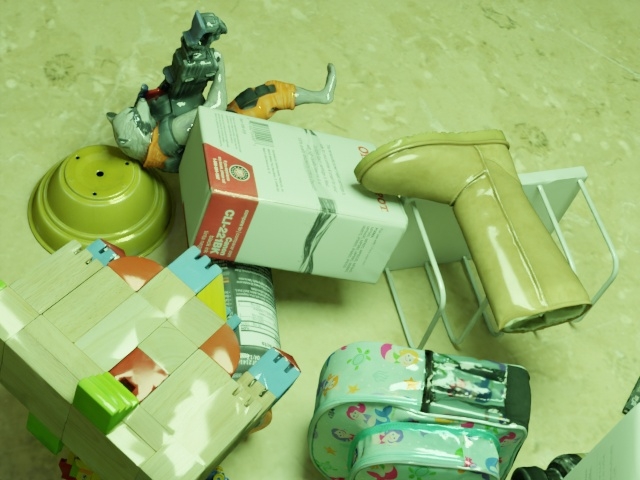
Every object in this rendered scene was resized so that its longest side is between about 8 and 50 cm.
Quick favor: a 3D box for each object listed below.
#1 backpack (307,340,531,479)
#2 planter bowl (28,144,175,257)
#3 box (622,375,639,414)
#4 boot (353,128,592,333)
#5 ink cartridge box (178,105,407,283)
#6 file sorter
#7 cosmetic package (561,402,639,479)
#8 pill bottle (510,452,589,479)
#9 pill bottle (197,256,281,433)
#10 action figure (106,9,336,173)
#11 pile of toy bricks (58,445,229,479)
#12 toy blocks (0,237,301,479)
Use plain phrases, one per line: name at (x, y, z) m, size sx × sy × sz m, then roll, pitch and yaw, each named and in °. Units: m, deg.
backpack at (0.110, 0.236, 1.126) m, size 0.253 × 0.225 × 0.191 m, roll 14°, pitch 49°, yaw 5°
planter bowl at (-0.321, -0.073, 1.350) m, size 0.217 × 0.090 × 0.217 m, roll 4°, pitch 55°, yaw -6°
box at (0.478, 0.230, 1.317) m, size 0.067 × 0.018 × 0.083 m, roll 32°, pitch 56°, yaw 13°
boot at (0.191, -0.010, 1.168) m, size 0.236 × 0.089 × 0.270 m, roll -12°, pitch 65°, yaw -16°
ink cartridge box at (-0.042, -0.061, 1.254) m, size 0.272 × 0.114 × 0.197 m, roll 9°, pitch 37°, yaw -20°
file sorter at (0.250, 0.033, 1.313) m, size 0.277 × 0.193 × 0.173 m, roll -8°, pitch 60°, yaw -15°
cosmetic package at (0.336, 0.353, 0.938) m, size 0.230 × 0.453 × 0.162 m, roll 14°, pitch 54°, yaw 1°
pill bottle at (0.357, 0.329, 1.163) m, size 0.219 × 0.123 × 0.123 m, roll 0°, pitch 55°, yaw -10°
pill bottle at (-0.119, 0.129, 1.217) m, size 0.130 × 0.130 × 0.246 m, roll -1°, pitch 55°, yaw -11°
action figure at (-0.137, -0.178, 1.328) m, size 0.330 × 0.341 × 0.179 m, roll -7°, pitch 73°, yaw -15°
pile of toy bricks at (-0.215, 0.309, 1.106) m, size 0.212 × 0.118 × 0.105 m, roll 19°, pitch 92°, yaw -9°
toy blocks at (-0.192, 0.121, 1.042) m, size 0.381 × 0.191 × 0.261 m, roll 40°, pitch 51°, yaw 8°
